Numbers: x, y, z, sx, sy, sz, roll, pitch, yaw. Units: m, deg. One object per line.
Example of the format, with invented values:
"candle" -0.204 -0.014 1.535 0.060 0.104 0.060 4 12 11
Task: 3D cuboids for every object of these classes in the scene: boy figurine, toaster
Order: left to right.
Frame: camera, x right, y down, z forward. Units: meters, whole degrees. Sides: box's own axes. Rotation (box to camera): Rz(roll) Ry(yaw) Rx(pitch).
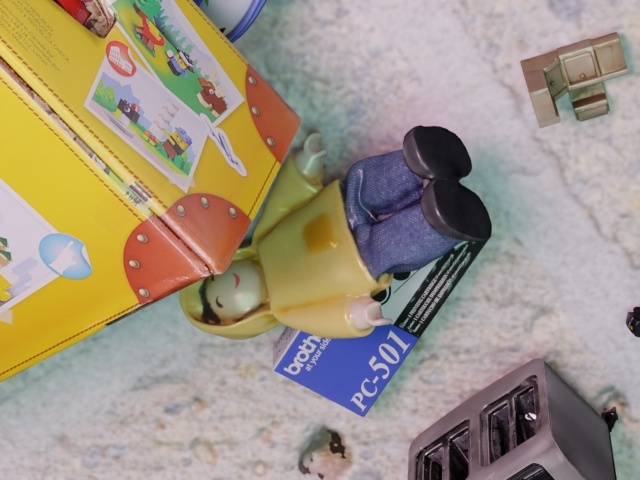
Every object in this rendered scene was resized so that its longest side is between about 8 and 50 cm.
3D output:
"boy figurine" 0.000 0.000 1.350 0.285 0.092 0.177 -25 71 32
"toaster" 0.173 0.210 1.447 0.168 0.185 0.110 -35 110 21

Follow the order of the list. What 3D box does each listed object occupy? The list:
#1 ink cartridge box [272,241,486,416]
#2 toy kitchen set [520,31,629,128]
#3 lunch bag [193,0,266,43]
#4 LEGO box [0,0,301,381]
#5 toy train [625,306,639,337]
"ink cartridge box" 0.051 0.047 1.426 0.097 0.046 0.207 29 110 -14
"toy kitchen set" 0.216 -0.117 1.342 0.083 0.075 0.068 -17 116 9
"lunch bag" -0.097 -0.306 1.219 0.243 0.115 0.303 24 112 -16
"LEGO box" -0.327 -0.137 1.167 0.372 0.193 0.500 -26 117 37
"toy train" 0.354 0.079 1.463 0.158 0.036 0.027 3 115 -5
